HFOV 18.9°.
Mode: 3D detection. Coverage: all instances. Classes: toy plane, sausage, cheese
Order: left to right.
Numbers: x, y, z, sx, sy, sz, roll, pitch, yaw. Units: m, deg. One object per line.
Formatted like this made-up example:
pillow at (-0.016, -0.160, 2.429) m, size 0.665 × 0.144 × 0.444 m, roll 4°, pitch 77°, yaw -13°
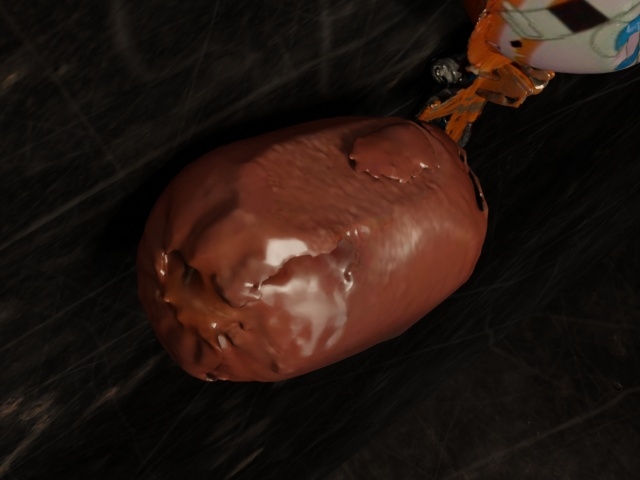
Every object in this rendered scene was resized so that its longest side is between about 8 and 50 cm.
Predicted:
sausage at (0.000, 0.000, 1.189) m, size 0.279 × 0.152 × 0.152 m, roll -21°, pitch 156°, yaw -53°
toy plane at (0.099, -0.103, 1.367) m, size 0.135 × 0.062 × 0.188 m, roll -34°, pitch 179°, yaw -31°
cheese at (0.145, -0.174, 1.077) m, size 0.217 × 0.129 × 0.329 m, roll -46°, pitch 166°, yaw 16°
